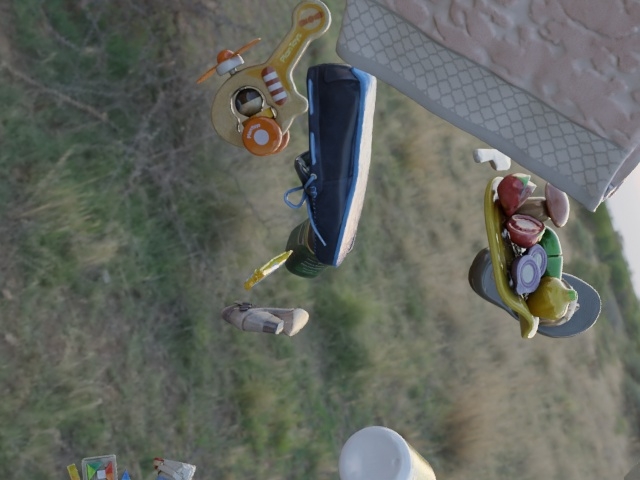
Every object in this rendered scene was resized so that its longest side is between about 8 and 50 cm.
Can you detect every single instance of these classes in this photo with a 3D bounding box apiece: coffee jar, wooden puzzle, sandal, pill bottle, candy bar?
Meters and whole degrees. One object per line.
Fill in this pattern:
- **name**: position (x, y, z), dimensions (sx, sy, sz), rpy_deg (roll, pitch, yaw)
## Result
- **coffee jar**: position (0.000, 0.000, 1.546), dimensions (0.184, 0.079, 0.096), rpy_deg (140, -35, -67)
- **wooden puzzle**: position (-0.427, 0.455, 1.745), dimensions (0.116, 0.014, 0.079), rpy_deg (-8, 79, -32)
- **sandal**: position (0.284, 0.068, 1.150), dimensions (0.219, 0.060, 0.090), rpy_deg (28, 83, -30)
- **pill bottle**: position (0.114, 0.379, 1.436), dimensions (0.215, 0.117, 0.117), rpy_deg (51, 26, -55)
- **candy bar**: position (-0.081, 0.044, 1.399), dimensions (0.018, 0.040, 0.161), rpy_deg (47, 19, 2)

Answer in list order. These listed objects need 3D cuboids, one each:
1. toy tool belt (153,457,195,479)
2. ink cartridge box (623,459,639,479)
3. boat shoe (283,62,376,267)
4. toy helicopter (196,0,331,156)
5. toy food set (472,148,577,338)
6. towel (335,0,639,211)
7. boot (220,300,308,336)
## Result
- **toy tool belt**: position (-0.228, 0.357, 1.358), dimensions (0.052, 0.083, 0.051), rpy_deg (28, 68, -44)
- **ink cartridge box**: position (0.665, 0.428, 1.493), dimensions (0.201, 0.278, 0.117), rpy_deg (83, 10, -61)
- **boat shoe**: position (0.012, -0.095, 1.105), dimensions (0.109, 0.089, 0.258), rpy_deg (-51, 151, -65)
- **toy helicopter**: position (-0.110, -0.362, 1.908), dimensions (0.235, 0.355, 0.140), rpy_deg (35, 10, 1)
- **toy food set**: position (0.231, -0.007, 0.969), dimensions (0.128, 0.071, 0.218), rpy_deg (6, 73, -60)
- **towel**: position (0.162, -0.196, 0.774), dimensions (0.053, 0.332, 0.317), rpy_deg (-49, 165, -27)
- **boot**: position (-0.078, 0.103, 1.242), dimensions (0.118, 0.087, 0.042), rpy_deg (0, 105, -66)
